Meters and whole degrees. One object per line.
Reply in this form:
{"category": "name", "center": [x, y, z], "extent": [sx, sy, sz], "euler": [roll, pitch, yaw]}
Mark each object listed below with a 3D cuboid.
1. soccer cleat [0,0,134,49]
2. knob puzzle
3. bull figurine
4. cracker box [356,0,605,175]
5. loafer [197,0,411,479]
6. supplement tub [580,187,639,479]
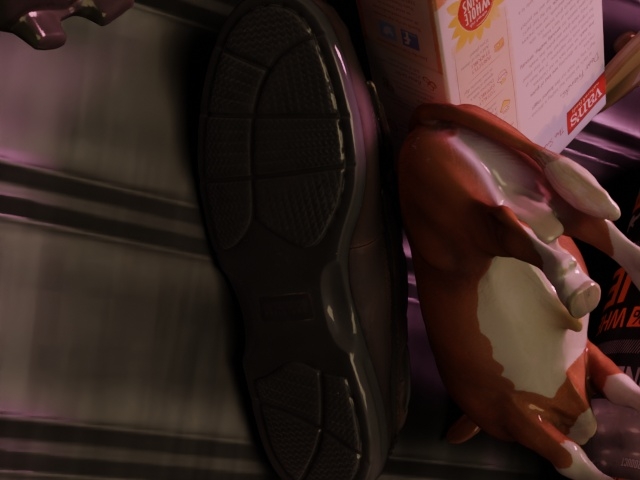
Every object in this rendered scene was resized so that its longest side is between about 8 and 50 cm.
{"category": "soccer cleat", "center": [-0.091, -0.205, 0.738], "extent": [0.143, 0.116, 0.331], "euler": [43, 37, 11]}
{"category": "knob puzzle", "center": [0.244, -0.155, 1.008], "extent": [0.213, 0.213, 0.030], "euler": [-34, 78, -35]}
{"category": "bull figurine", "center": [0.126, 0.056, 0.843], "extent": [0.101, 0.188, 0.310], "euler": [-39, 133, -17]}
{"category": "cracker box", "center": [0.103, -0.130, 0.867], "extent": [0.156, 0.067, 0.232], "euler": [-45, 143, -25]}
{"category": "loafer", "center": [0.000, 0.000, 0.839], "extent": [0.095, 0.109, 0.303], "euler": [-29, 116, -57]}
{"category": "supplement tub", "center": [0.300, 0.073, 1.023], "extent": [0.193, 0.193, 0.316], "euler": [32, 70, -36]}
